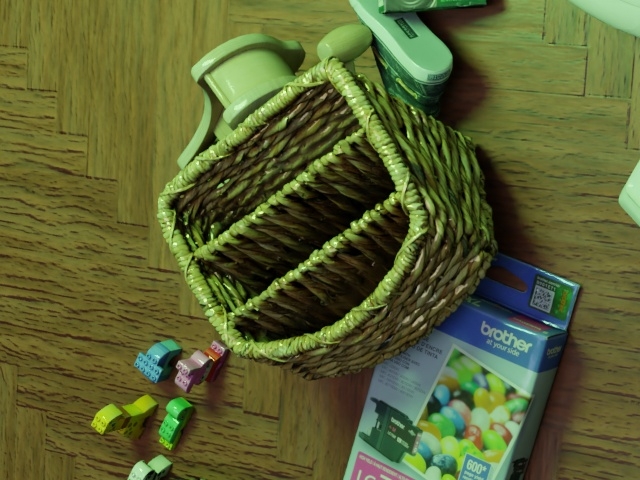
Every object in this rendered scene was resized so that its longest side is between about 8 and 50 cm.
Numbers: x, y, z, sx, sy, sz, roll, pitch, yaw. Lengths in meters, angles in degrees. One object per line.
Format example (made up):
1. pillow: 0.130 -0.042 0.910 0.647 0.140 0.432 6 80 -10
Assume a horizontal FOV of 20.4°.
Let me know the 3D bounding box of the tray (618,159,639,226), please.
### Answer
1. tray: 0.366 -0.030 1.664 0.145 0.030 0.270 -63 32 22

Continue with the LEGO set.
1. LEGO set: -0.208 0.202 2.095 0.087 0.093 0.227 36 113 25

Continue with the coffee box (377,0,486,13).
1. coffee box: 0.109 -0.330 1.840 0.113 0.040 0.184 -4 93 -5

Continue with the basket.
1. basket: 0.000 0.000 1.823 0.299 0.223 0.213 -34 46 32

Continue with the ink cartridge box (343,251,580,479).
1. ink cartridge box: 0.145 0.162 1.889 0.185 0.065 0.311 24 105 29

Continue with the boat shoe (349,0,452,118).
1. boat shoe: 0.075 -0.209 1.893 0.183 0.065 0.083 59 153 34

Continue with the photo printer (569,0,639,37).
1. photo printer: 0.361 -0.335 1.672 0.256 0.107 0.308 19 105 29

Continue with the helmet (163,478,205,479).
1. helmet: -0.175 0.354 2.049 0.169 0.161 0.169 4 97 32

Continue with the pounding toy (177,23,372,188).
1. pounding toy: -0.053 -0.118 1.896 0.155 0.154 0.269 54 135 21
